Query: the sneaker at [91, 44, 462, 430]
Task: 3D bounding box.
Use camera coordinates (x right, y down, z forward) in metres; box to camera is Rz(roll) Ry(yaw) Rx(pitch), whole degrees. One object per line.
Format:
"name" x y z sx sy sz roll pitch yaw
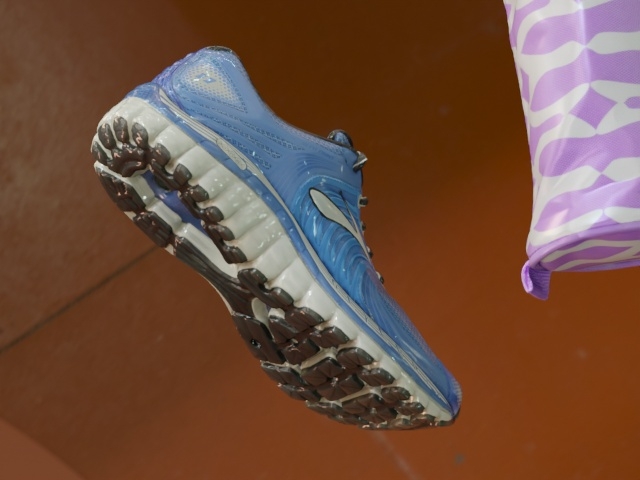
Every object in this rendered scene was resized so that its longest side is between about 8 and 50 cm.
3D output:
"sneaker" 0.000 0.000 1.221 0.330 0.130 0.147 51 58 -19

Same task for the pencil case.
"pencil case" 0.110 -0.086 0.748 0.086 0.088 0.206 27 52 -61
